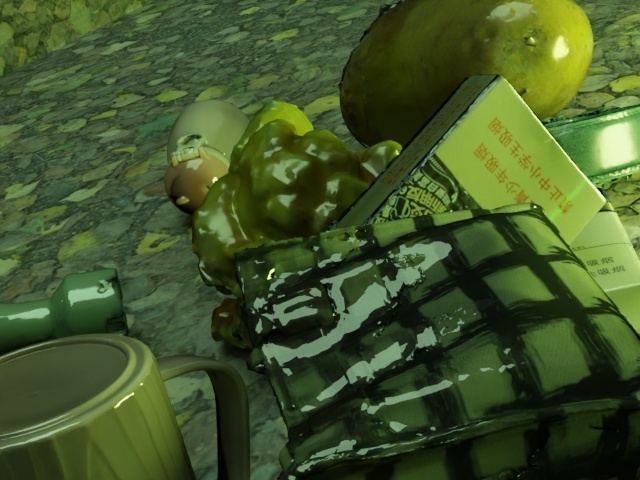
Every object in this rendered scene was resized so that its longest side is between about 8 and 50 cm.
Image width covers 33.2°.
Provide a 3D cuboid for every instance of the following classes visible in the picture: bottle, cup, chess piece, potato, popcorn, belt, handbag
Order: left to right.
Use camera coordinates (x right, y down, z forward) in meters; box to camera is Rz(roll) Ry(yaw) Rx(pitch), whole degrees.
[{"bbox_3d":[-0.400,0.118,1.376,0.299,0.194,0.194,-10,24,-9],"label":"chess piece"},{"bbox_3d":[-0.173,0.228,0.897,0.288,0.273,0.208,-18,19,-13],"label":"cup"},{"bbox_3d":[-0.192,-0.125,1.789,0.148,0.147,0.236,-11,30,10],"label":"bottle"},{"bbox_3d":[0.007,-0.009,1.308,0.290,0.326,0.321,9,78,36],"label":"popcorn"},{"bbox_3d":[0.105,0.109,0.924,0.327,0.162,0.325,-8,35,-12],"label":"handbag"},{"bbox_3d":[0.204,-0.268,1.598,0.397,0.289,0.296,-4,4,8],"label":"potato"},{"bbox_3d":[0.326,-0.111,1.450,0.268,0.116,0.206,-16,4,-21],"label":"belt"}]

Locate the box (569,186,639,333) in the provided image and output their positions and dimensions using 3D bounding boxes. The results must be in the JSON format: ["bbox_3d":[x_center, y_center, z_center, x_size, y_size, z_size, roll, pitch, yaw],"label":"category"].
[{"bbox_3d":[0.285,0.030,1.273,0.168,0.071,0.259,-12,25,9],"label":"box"}]

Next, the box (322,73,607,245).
[{"bbox_3d":[0.137,-0.001,1.140,0.310,0.198,0.084,-47,20,-9],"label":"box"}]
